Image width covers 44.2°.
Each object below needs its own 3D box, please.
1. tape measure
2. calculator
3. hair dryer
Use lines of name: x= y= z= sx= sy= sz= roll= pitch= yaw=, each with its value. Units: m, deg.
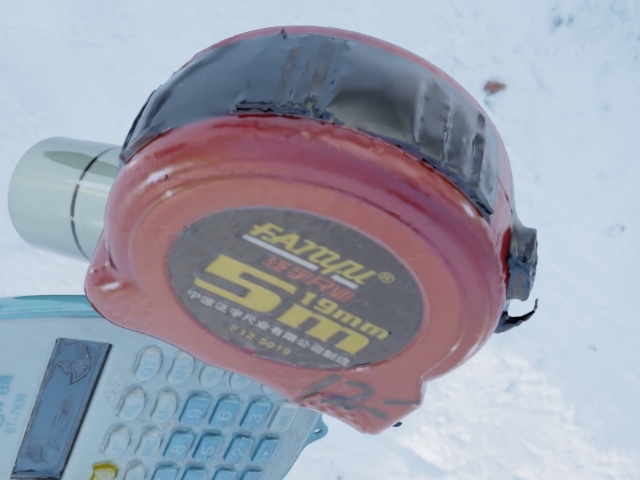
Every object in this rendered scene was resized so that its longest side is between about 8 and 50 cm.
tape measure: x=-0.001 y=0.000 z=0.474 sx=0.253 sy=0.114 sz=0.260 roll=25 pitch=139 yaw=-13
calculator: x=-0.163 y=0.165 z=0.760 sx=0.386 sy=0.054 sz=0.256 roll=13 pitch=118 yaw=-25
hair dryer: x=-0.150 y=-0.009 z=0.904 sx=0.362 sy=0.203 sz=0.128 roll=24 pitch=78 yaw=-60
